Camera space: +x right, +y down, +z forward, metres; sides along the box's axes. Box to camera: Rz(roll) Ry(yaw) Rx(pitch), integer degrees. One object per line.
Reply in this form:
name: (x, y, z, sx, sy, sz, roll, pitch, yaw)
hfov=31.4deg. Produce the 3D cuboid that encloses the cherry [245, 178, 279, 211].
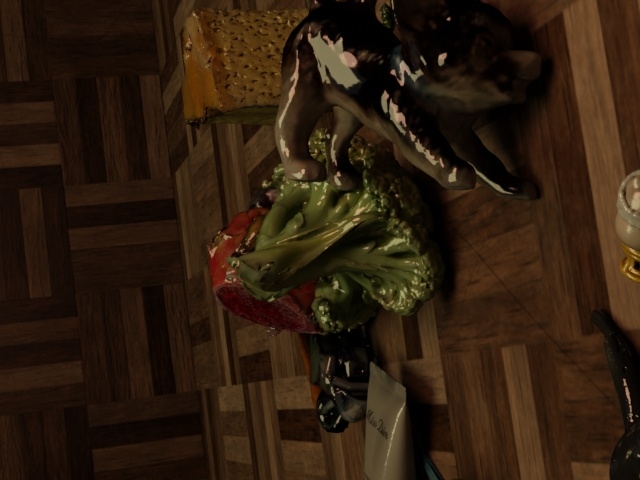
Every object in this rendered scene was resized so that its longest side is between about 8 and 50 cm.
cherry: (-0.049, -0.013, 1.946, 0.195, 0.195, 0.195, 174, 90, -73)

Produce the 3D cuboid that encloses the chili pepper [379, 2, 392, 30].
chili pepper: (0.092, -0.309, 1.639, 0.083, 0.022, 0.027, 103, 154, -57)

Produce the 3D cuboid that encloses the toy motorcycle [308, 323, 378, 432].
toy motorcycle: (0.045, 0.178, 1.814, 0.159, 0.106, 0.270, -175, 91, -69)

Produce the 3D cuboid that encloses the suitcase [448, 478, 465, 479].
suitcase: (0.152, 0.429, 1.465, 0.194, 0.143, 0.235, 116, 144, -61)

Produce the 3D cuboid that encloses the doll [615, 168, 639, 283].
doll: (0.294, -0.031, 0.987, 0.084, 0.073, 0.127, -63, -21, -56)

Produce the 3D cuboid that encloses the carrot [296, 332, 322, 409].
carrot: (0.001, 0.224, 1.949, 0.256, 0.061, 0.061, 76, 176, -50)

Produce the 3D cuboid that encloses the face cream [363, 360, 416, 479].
face cream: (0.106, 0.347, 1.692, 0.143, 0.089, 0.314, -148, 57, -70)

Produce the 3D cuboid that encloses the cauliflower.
cauliflower: (0.018, 0.003, 1.580, 0.327, 0.281, 0.260, 40, 167, 45)

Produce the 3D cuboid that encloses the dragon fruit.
dragon fruit: (-0.068, 0.060, 1.753, 0.147, 0.282, 0.211, -60, -27, -34)

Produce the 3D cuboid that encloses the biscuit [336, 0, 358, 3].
biscuit: (0.022, -0.416, 1.757, 0.220, 0.066, 0.220, 175, 90, -74)

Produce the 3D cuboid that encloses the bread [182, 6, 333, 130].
bread: (-0.116, -0.232, 1.982, 0.315, 0.248, 0.279, 98, 161, -48)

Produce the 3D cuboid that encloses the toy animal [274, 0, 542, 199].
toy animal: (0.097, -0.205, 1.304, 0.344, 0.194, 0.302, 5, 92, 40)

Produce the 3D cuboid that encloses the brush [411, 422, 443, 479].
brush: (0.153, 0.323, 1.654, 0.164, 0.014, 0.051, -126, 33, -58)

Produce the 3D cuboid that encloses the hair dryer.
hair dryer: (0.292, 0.162, 1.094, 0.195, 0.075, 0.219, 91, 175, -51)
